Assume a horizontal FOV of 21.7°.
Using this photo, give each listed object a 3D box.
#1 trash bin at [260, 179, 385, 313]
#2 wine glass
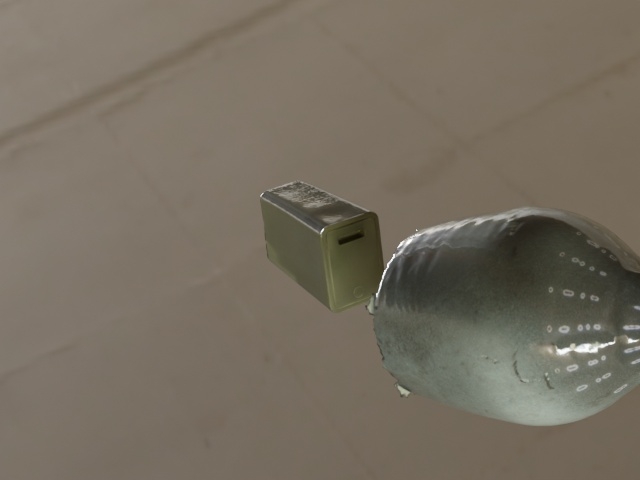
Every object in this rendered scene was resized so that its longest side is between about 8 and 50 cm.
[{"bbox_3d":[0.000,0.000,1.085,0.043,0.061,0.092,-19,-153,-23],"label":"trash bin"},{"bbox_3d":[0.150,0.043,0.906,0.241,0.126,0.126,-1,-148,40],"label":"wine glass"}]
